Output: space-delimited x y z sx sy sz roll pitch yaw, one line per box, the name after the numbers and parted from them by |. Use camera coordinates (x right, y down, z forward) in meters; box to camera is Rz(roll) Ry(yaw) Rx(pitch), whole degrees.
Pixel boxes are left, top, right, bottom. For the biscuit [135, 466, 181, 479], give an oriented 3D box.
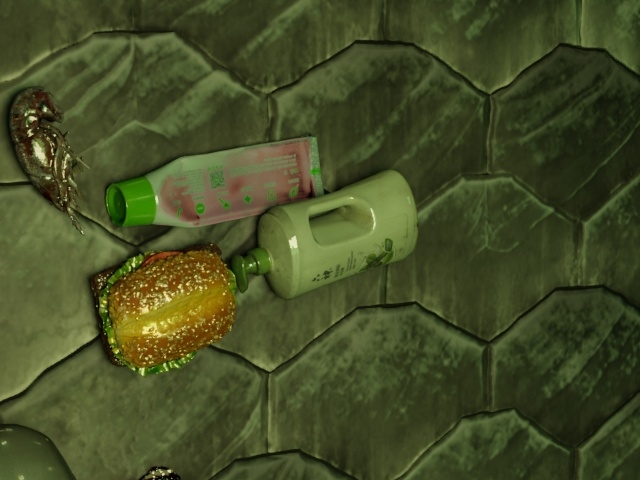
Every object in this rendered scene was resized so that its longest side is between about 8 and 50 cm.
-0.201 0.294 1.285 0.089 0.027 0.087 35 77 -28 | biscuit

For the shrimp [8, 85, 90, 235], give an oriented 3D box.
-0.280 -0.081 1.190 0.065 0.056 0.165 -35 113 -30 | shrimp

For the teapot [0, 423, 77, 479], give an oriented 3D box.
-0.354 0.307 1.122 0.251 0.183 0.183 -31 109 -14 | teapot

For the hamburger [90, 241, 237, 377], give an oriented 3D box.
-0.163 0.076 1.253 0.166 0.087 0.137 -17 103 -29 | hamburger

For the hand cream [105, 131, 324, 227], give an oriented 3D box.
-0.112 -0.065 1.304 0.275 0.050 0.079 -13 126 -35 | hand cream

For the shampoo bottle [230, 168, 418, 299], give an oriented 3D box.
0.000 0.000 1.343 0.234 0.087 0.118 -19 121 -28 | shampoo bottle
